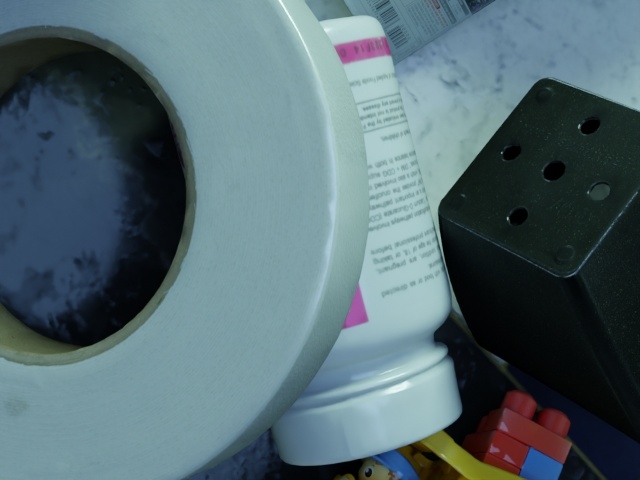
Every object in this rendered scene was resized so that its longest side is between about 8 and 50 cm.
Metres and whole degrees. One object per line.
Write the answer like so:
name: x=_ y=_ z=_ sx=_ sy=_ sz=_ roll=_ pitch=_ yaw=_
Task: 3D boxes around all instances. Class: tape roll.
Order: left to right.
tape roll: x=-0.161 y=-0.025 z=0.839 sx=0.392 sy=0.072 sz=0.392 roll=0 pitch=91 yaw=18

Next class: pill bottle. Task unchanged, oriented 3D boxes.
pill bottle: x=0.000 y=0.000 z=0.926 sx=0.160 sy=0.160 sz=0.283 roll=-16 pitch=94 yaw=-13

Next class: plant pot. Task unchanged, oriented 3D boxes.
plant pot: x=0.192 y=-0.002 z=0.927 sx=0.187 sy=0.188 sz=0.167 roll=-51 pitch=136 yaw=-8

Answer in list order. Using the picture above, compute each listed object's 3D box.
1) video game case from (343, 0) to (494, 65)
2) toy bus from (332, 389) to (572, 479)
video game case: x=0.077 y=-0.236 z=0.944 sx=0.173 sy=0.022 sz=0.190 roll=-32 pitch=131 yaw=6
toy bus: x=0.090 y=0.201 z=0.966 sx=0.220 sy=0.149 sz=0.211 roll=25 pitch=75 yaw=-10
